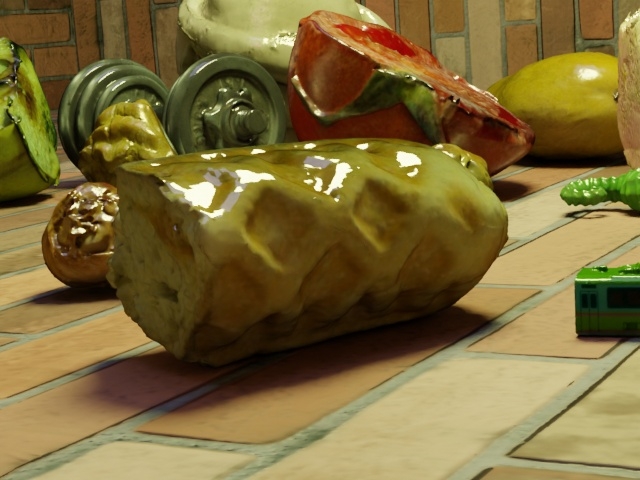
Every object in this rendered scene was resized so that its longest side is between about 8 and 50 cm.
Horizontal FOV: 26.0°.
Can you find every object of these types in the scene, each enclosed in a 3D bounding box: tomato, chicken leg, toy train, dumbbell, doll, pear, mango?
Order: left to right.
[{"bbox_3d":[-0.481,-0.121,1.810,0.255,0.164,0.238,-17,40,-3],"label":"pear"},{"bbox_3d":[-0.128,-0.007,1.142,0.207,0.085,0.101,-2,-28,-37],"label":"chicken leg"},{"bbox_3d":[-0.201,-0.157,1.839,0.179,0.179,0.406,-10,10,-37],"label":"dumbbell"},{"bbox_3d":[0.080,-0.128,1.569,0.309,0.170,0.309,31,14,-8],"label":"tomato"},{"bbox_3d":[0.332,-0.179,1.867,0.195,0.142,0.331,0,6,-8],"label":"mango"},{"bbox_3d":[0.317,-0.047,1.317,0.190,0.050,0.115,1,11,45],"label":"doll"},{"bbox_3d":[0.259,0.033,0.830,0.209,0.042,0.044,-1,10,20],"label":"toy train"}]

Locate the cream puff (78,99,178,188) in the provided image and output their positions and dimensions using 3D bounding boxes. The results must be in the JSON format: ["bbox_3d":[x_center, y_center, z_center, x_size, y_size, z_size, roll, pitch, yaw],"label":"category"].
[{"bbox_3d":[-0.225,-0.092,1.625,0.116,0.146,0.146,-25,10,-1],"label":"cream puff"}]

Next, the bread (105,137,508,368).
[{"bbox_3d":[0.000,0.000,0.891,0.267,0.130,0.152,-9,5,-36],"label":"bread"}]

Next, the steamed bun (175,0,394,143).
[{"bbox_3d":[-0.061,-0.233,1.976,0.339,0.247,0.352,38,-13,-22],"label":"steamed bun"}]

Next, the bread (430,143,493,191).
[{"bbox_3d":[0.028,-0.042,1.277,0.269,0.087,0.098,-1,8,22],"label":"bread"}]

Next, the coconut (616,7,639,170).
[{"bbox_3d":[0.441,-0.160,1.430,0.245,0.233,0.233,-8,9,-1],"label":"coconut"}]
